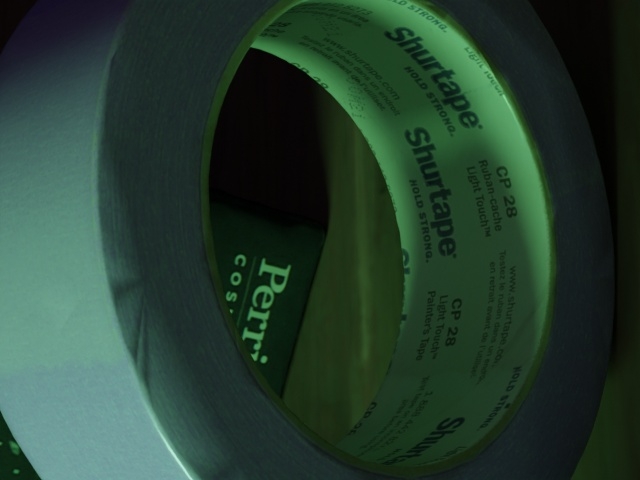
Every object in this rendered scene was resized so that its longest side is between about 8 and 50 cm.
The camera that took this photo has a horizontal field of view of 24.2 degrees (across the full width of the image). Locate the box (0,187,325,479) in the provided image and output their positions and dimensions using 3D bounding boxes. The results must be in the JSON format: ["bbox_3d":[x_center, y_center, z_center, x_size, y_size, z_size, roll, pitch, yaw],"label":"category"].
[{"bbox_3d":[-0.313,0.146,0.744,0.297,0.471,0.480,14,89,48],"label":"box"}]

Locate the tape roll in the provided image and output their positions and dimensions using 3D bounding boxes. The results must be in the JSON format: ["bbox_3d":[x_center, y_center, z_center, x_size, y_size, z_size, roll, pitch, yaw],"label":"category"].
[{"bbox_3d":[0.000,0.000,0.590,0.090,0.274,0.275,-11,70,46],"label":"tape roll"}]
